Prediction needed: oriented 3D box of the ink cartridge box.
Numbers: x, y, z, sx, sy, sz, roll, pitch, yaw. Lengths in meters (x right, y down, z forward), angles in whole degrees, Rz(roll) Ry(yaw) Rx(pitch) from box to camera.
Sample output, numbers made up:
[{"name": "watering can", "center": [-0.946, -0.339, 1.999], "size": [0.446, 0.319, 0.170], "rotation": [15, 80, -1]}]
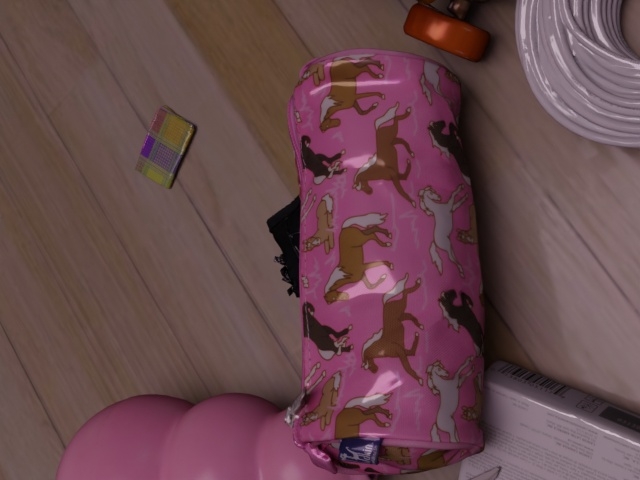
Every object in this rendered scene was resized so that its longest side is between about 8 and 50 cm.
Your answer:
[{"name": "ink cartridge box", "center": [0.214, 0.250, 1.042], "size": [0.189, 0.066, 0.232], "rotation": [20, 117, 30]}]

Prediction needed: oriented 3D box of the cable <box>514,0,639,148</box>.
[{"name": "cable", "center": [0.295, -0.203, 0.978], "size": [0.257, 0.089, 0.257], "rotation": [-25, 76, 29]}]

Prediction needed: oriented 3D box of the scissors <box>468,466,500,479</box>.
[{"name": "scissors", "center": [0.059, 0.287, 1.115], "size": [0.109, 0.021, 0.297], "rotation": [46, 122, 24]}]

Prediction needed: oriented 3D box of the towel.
[{"name": "towel", "center": [-0.179, -0.108, 1.310], "size": [0.060, 0.009, 0.083], "rotation": [31, 104, 28]}]

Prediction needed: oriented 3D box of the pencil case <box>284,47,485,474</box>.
[{"name": "pencil case", "center": [0.056, 0.017, 1.042], "size": [0.160, 0.167, 0.386], "rotation": [-19, 65, 46]}]

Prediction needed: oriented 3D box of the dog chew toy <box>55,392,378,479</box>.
[{"name": "dog chew toy", "center": [-0.101, 0.247, 1.146], "size": [0.331, 0.206, 0.207], "rotation": [-12, 82, 22]}]

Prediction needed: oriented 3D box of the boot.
[{"name": "boot", "center": [0.000, 0.000, 1.175], "size": [0.121, 0.045, 0.099], "rotation": [-36, 68, 33]}]

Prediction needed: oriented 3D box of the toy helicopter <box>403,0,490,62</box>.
[{"name": "toy helicopter", "center": [0.042, -0.267, 0.979], "size": [0.235, 0.355, 0.140], "rotation": [26, 102, 12]}]
